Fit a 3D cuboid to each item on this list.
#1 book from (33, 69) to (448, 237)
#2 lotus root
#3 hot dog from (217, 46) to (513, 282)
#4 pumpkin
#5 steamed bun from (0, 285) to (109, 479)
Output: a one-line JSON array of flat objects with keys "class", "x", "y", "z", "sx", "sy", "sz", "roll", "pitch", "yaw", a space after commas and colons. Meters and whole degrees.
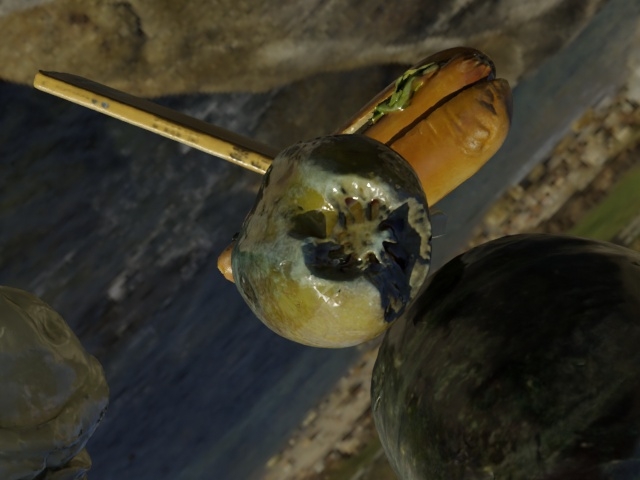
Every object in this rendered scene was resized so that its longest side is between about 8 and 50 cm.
[{"class": "book", "x": -0.062, "y": -0.083, "z": 1.222, "sx": 0.269, "sy": 0.389, "sz": 0.032, "roll": -3, "pitch": 114, "yaw": -79}, {"class": "lotus root", "x": 0.000, "y": 0.000, "z": 0.670, "sx": 0.192, "sy": 0.088, "sz": 0.113, "roll": 179, "pitch": -72, "yaw": -75}, {"class": "hot dog", "x": 0.027, "y": -0.043, "z": 0.870, "sx": 0.249, "sy": 0.100, "sz": 0.068, "roll": -41, "pitch": 134, "yaw": 23}, {"class": "pumpkin", "x": 0.240, "y": 0.203, "z": 1.094, "sx": 0.344, "sy": 0.454, "sz": 0.454, "roll": -28, "pitch": 169, "yaw": -3}, {"class": "steamed bun", "x": -0.345, "y": 0.233, "z": 1.203, "sx": 0.339, "sy": 0.247, "sz": 0.352, "roll": -38, "pitch": -162, "yaw": 36}]
